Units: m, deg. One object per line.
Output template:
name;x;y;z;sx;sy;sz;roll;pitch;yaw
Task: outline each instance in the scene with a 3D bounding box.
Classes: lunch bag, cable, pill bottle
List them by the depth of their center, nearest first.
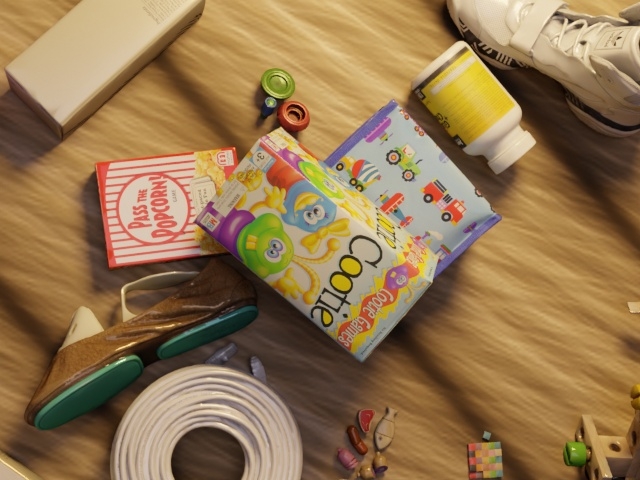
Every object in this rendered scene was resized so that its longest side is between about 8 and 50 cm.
cable;-0.146;0.292;1.452;0.257;0.089;0.257;-28;89;-14
lunch bag;0.062;-0.013;1.526;0.293;0.138;0.221;-43;94;-2
pill bottle;0.224;-0.189;1.584;0.103;0.103;0.184;-40;91;-13

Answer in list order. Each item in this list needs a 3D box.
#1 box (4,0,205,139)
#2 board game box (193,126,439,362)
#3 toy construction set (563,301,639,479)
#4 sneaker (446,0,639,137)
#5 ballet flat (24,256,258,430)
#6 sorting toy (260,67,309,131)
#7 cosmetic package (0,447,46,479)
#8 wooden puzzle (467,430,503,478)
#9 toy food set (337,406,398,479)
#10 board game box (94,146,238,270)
box;-0.290;-0.272;1.497;0.275;0.094;0.113;-44;92;-13
board game box;0.000;0.000;1.414;0.275;0.144;0.142;40;105;-1
toy construction set;0.464;0.229;1.536;0.237;0.257;0.308;2;61;1
sneaker;0.361;-0.296;1.571;0.366;0.210;0.137;35;77;-5
ballet flat;-0.249;0.121;1.454;0.342;0.116;0.124;-29;69;-14
sorting toy;-0.058;-0.192;1.565;0.061;0.042;0.102;-20;75;-29
cosmetic package;-0.362;0.395;1.385;0.309;0.113;0.160;36;77;-4
wooden puzzle;0.235;0.315;1.568;0.049;0.006;0.083;-1;83;-11
toy food set;0.063;0.288;1.530;0.078;0.019;0.122;14;80;-9
board game box;-0.204;-0.043;1.508;0.194;0.045;0.146;-8;84;-12
